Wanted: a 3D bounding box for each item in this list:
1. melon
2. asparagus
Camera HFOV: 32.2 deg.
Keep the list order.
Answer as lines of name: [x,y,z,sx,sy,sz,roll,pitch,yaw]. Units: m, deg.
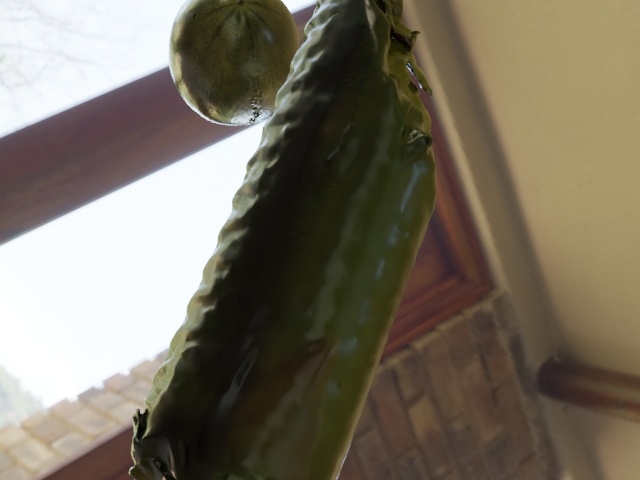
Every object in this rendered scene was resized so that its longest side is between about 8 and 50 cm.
melon: [-0.062,-0.136,0.808,0.098,0.098,0.130,56,-13,11]
asparagus: [0.000,0.000,0.628,0.108,0.381,0.128,30,-14,-40]
